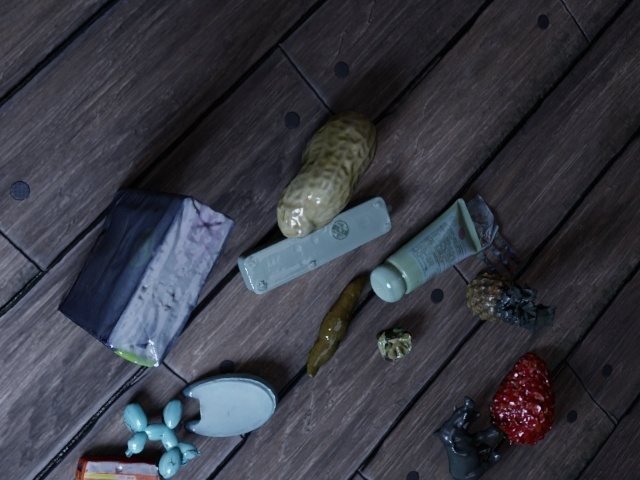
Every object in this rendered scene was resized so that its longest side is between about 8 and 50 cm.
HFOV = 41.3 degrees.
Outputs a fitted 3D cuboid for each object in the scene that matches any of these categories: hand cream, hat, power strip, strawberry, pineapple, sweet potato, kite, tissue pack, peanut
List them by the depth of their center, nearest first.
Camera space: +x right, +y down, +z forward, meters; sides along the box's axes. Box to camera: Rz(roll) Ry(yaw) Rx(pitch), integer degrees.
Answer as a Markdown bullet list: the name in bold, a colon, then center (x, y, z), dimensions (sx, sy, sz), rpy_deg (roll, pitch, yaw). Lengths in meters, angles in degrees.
- **tissue pack**: center (-0.329, 0.053, 1.545), dimensions (0.124, 0.394, 0.288), rpy_deg (31, 80, -27)
- **peanut**: center (0.011, -0.144, 1.825), dimensions (0.325, 0.153, 0.140), rpy_deg (-56, 145, -13)
- **power strip**: center (0.000, 0.000, 1.887), dimensions (0.385, 0.062, 0.091), rpy_deg (-26, 106, -21)
- **sweet potato**: center (0.038, 0.187, 1.927), dimensions (0.067, 0.067, 0.274), rpy_deg (36, 74, -25)
- **hand cream**: center (0.253, 0.034, 2.000), dimensions (0.305, 0.093, 0.147), rpy_deg (-33, 110, -22)
- **hat**: center (0.170, 0.239, 2.000), dimensions (0.077, 0.059, 0.076), rpy_deg (-18, 119, -18)
- **pineapple**: center (0.455, 0.151, 2.025), dimensions (0.128, 0.248, 0.128), rpy_deg (-4, 100, -24)
- **kite**: center (0.418, 0.008, 2.121), dimensions (0.141, 0.015, 0.245), rpy_deg (-49, 112, -11)
- **strawberry**: center (0.545, 0.412, 2.172), dimensions (0.190, 0.111, 0.237), rpy_deg (16, 87, -24)

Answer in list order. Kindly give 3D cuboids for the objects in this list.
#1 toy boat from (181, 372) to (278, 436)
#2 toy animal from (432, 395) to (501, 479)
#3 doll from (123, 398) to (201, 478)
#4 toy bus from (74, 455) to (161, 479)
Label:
- **toy boat**: center (-0.195, 0.352, 1.833), dimensions (0.207, 0.079, 0.134), rpy_deg (-6, 91, -15)
- **toy animal**: center (0.366, 0.499, 2.090), dimensions (0.146, 0.114, 0.245), rpy_deg (-27, 106, -22)
- **doll**: center (-0.323, 0.406, 1.742), dimensions (0.159, 0.059, 0.159), rpy_deg (7, 63, -25)
- **toy bus**: center (-0.411, 0.480, 1.730), dimensions (0.174, 0.079, 0.077), rpy_deg (10, 81, -27)
